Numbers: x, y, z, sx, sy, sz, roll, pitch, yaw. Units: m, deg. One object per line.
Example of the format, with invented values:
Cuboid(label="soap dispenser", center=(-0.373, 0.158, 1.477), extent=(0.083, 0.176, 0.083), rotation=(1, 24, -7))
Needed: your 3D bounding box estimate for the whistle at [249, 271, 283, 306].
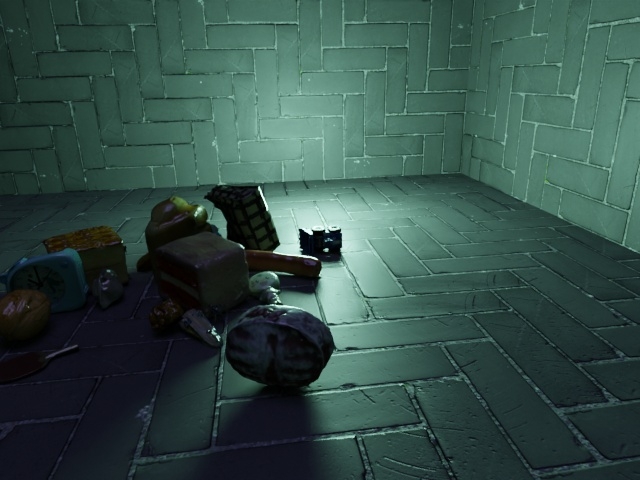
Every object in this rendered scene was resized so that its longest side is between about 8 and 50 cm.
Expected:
Cuboid(label="whistle", center=(-0.200, 0.193, 1.733), extent=(0.126, 0.067, 0.258), rotation=(-22, 29, -16))

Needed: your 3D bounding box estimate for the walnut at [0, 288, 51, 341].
Cuboid(label="walnut", center=(-0.979, 0.244, 1.506), extent=(0.159, 0.159, 0.206), rotation=(-5, 27, -10))

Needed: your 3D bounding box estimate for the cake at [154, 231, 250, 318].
Cuboid(label="cake", center=(-0.434, 0.124, 1.695), extent=(0.309, 0.236, 0.230), rotation=(16, 29, 35))

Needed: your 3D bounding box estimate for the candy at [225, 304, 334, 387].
Cuboid(label="candy", center=(-0.114, 0.286, 1.234), extent=(0.290, 0.214, 0.157), rotation=(2, 23, 16))

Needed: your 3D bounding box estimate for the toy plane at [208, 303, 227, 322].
Cuboid(label="toy plane", center=(-0.352, 0.243, 1.572), extent=(0.024, 0.084, 0.077), rotation=(-12, 38, 33))

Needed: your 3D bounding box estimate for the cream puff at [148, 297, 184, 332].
Cuboid(label="cream puff", center=(-0.518, 0.246, 1.530), extent=(0.116, 0.122, 0.094), rotation=(-36, 74, -25))

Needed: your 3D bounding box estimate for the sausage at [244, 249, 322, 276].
Cuboid(label="sausage", center=(-0.196, 0.095, 1.967), extent=(0.420, 0.093, 0.094), rotation=(5, 6, 18))

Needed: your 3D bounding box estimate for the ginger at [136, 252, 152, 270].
Cuboid(label="ginger", center=(-0.682, 0.051, 2.096), extent=(0.133, 0.106, 0.309), rotation=(25, 34, 17))

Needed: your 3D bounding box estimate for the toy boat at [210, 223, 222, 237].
Cuboid(label="toy boat", center=(-0.568, -0.031, 2.282), extent=(0.145, 0.133, 0.332), rotation=(-11, 22, -24))

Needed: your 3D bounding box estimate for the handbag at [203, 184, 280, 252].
Cuboid(label="handbag", center=(-0.377, -0.106, 2.194), extent=(0.327, 0.325, 0.163), rotation=(15, 43, 44))

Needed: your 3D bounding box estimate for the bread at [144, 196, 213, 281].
Cuboid(label="bread", center=(-0.570, -0.015, 1.936), extent=(0.211, 0.340, 0.301), rotation=(1, 14, 29))

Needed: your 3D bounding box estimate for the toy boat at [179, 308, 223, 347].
Cuboid(label="toy boat", center=(-0.377, 0.288, 1.483), extent=(0.084, 0.066, 0.210), rotation=(-30, 44, -32))

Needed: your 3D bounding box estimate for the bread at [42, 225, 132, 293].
Cuboid(label="bread", center=(-0.957, 0.081, 1.880), extent=(0.279, 0.206, 0.279), rotation=(-18, 26, -35))

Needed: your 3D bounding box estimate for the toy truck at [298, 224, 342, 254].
Cuboid(label="toy truck", center=(0.000, 0.000, 2.192), extent=(0.209, 0.113, 0.126), rotation=(-3, 21, -2))

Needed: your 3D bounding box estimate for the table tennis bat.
Cuboid(label="table tennis bat", center=(-0.848, 0.358, 1.370), extent=(0.235, 0.022, 0.131), rotation=(-18, 25, -35))

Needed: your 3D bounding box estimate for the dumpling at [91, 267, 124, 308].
Cuboid(label="dumpling", center=(-0.807, 0.172, 1.732), extent=(0.108, 0.127, 0.188), rotation=(-13, 22, 4))

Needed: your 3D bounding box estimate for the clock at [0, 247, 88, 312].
Cuboid(label="clock", center=(-1.000, 0.151, 1.659), extent=(0.275, 0.223, 0.094), rotation=(-6, 20, -12))
